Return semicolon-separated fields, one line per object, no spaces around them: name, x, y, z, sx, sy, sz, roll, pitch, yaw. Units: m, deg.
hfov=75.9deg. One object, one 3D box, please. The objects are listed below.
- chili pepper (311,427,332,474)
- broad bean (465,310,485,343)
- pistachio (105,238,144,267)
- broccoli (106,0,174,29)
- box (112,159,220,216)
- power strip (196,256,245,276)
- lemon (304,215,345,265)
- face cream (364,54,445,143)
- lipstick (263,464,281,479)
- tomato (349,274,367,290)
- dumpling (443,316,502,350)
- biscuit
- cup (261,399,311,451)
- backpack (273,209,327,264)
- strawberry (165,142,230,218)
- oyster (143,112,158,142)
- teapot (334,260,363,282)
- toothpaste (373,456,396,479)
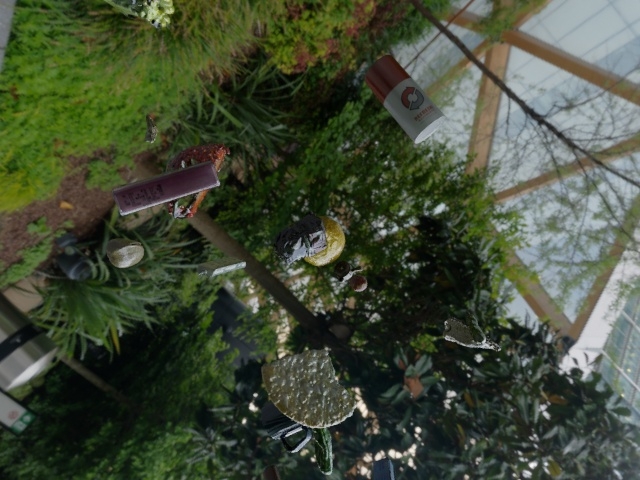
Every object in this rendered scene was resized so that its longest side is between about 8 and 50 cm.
chili pepper;0.005;0.856;1.721;0.074;0.257;0.100;-6;179;-29
broad bean;0.593;0.344;1.570;0.046;0.065;0.254;-17;-171;13
pistachio;-0.693;0.040;1.458;0.113;0.113;0.149;-44;176;18
broccoli;-0.302;-0.440;0.585;0.181;0.242;0.273;-58;-166;13
box;-0.349;-0.125;0.948;0.223;0.069;0.120;-21;-164;-13
power strip;-0.330;0.087;1.364;0.252;0.060;0.027;-14;121;-71
lemon;0.000;0.000;1.548;0.188;0.188;0.257;-49;175;-9
face cream;0.211;-0.357;1.037;0.095;0.214;0.096;-35;169;-8
lipstick;-0.115;0.888;1.298;0.057;0.057;0.357;-46;-143;7
tomato;0.185;0.204;1.988;0.087;0.087;0.075;-81;174;-72
dumpling;0.627;0.420;1.822;0.086;0.166;0.332;-57;-161;-13
biscuit;-0.025;0.362;1.028;0.040;0.265;0.188;-50;-167;53
cup;-0.082;0.486;1.132;0.138;0.113;0.150;-33;-158;18
backpack;-0.056;0.001;1.231;0.165;0.120;0.105;-37;-135;-20
strawberry;-0.392;-0.205;1.260;0.234;0.137;0.306;-57;-165;21
oyster;-0.553;-0.367;1.341;0.034;0.051;0.093;-10;111;-55
teapot;0.109;0.123;1.550;0.110;0.080;0.085;-6;-117;21
toothpaste;0.211;0.819;1.307;0.066;0.053;0.272;-27;-168;11
